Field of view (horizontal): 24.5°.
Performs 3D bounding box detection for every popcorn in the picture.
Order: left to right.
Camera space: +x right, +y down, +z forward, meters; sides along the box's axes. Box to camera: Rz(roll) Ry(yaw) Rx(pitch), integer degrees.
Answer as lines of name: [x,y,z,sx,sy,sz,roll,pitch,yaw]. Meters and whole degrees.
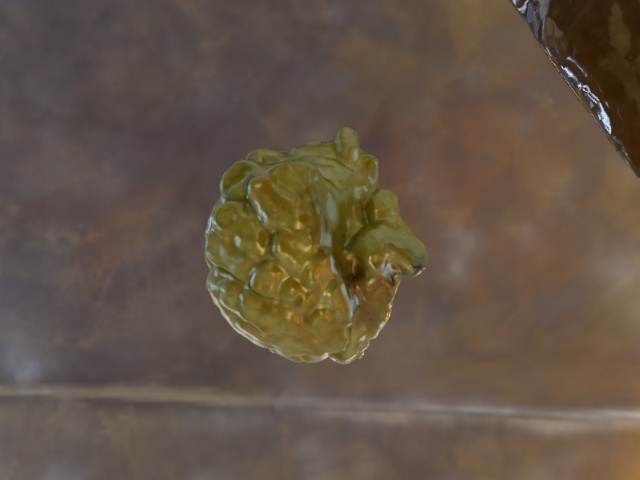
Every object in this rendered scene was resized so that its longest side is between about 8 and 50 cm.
popcorn: [-0.008,0.000,1.072,0.173,0.173,0.142,-4,173,-29]

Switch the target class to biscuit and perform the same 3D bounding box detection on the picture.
biscuit: [0.197,-0.036,0.700,0.359,0.074,0.381,38,-163,-31]
